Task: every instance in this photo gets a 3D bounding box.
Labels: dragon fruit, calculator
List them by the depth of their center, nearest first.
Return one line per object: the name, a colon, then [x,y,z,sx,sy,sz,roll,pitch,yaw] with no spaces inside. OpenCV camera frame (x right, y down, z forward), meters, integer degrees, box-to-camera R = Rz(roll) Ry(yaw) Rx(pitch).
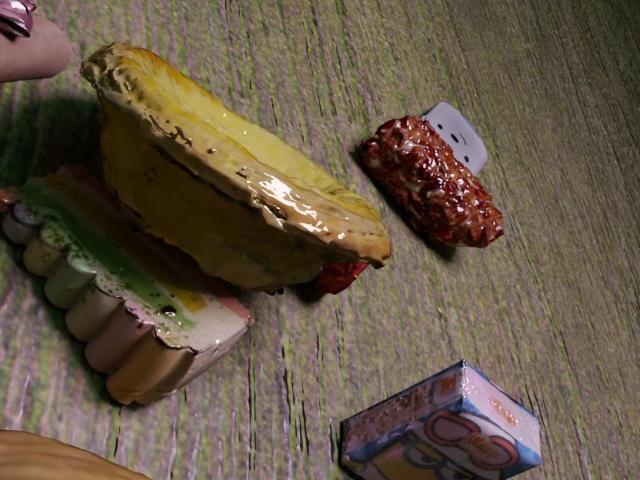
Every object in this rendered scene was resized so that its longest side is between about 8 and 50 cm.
dragon fruit: [0.000,0.000,0.939,0.106,0.083,0.162,40,10,-4]
calculator: [0.180,-0.129,1.295,0.121,0.039,0.210,50,35,-3]

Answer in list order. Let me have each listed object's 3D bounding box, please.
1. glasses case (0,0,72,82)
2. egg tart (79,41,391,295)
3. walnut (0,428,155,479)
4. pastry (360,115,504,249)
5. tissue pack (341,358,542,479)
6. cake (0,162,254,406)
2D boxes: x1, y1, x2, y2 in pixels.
glasses case: [-0.302,-0.189,0.747,0.102,0.070,0.193,56,34,6]
egg tart: [-0.083,-0.048,0.766,0.315,0.120,0.315,34,9,-6]
walnut: [-0.154,0.246,0.289,0.383,0.383,0.383,30,41,-30]
pastry: [0.144,-0.071,1.149,0.208,0.097,0.115,46,46,-8]
tissue pack: [0.110,0.188,0.834,0.115,0.155,0.065,38,38,-24]
cake: [-0.172,0.036,0.735,0.225,0.090,0.109,41,32,14]
